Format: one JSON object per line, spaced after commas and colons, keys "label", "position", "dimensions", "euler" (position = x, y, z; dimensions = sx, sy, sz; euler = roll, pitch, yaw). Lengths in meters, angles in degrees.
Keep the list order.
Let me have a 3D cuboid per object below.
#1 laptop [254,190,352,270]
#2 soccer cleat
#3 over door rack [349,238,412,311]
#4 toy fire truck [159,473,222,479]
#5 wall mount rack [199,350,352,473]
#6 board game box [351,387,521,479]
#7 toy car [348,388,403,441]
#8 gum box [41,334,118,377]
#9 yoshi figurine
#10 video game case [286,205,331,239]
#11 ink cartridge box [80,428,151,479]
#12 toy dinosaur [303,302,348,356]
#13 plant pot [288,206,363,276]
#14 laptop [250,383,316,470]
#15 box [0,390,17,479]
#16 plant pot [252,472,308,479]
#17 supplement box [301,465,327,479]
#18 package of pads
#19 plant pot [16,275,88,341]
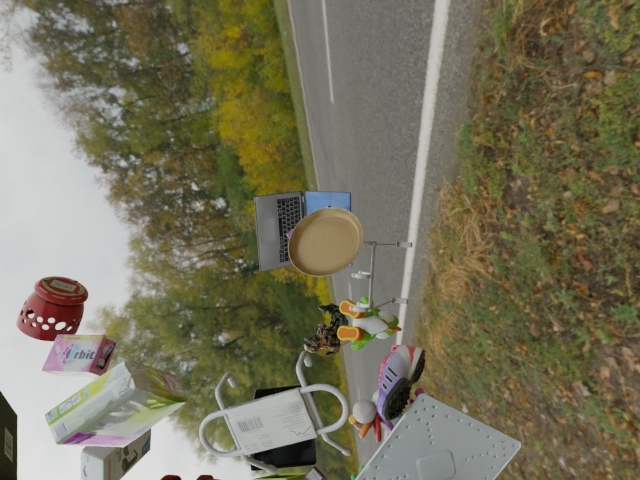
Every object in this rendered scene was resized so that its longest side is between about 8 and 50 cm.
{"label": "laptop", "position": [-0.081, -0.040, 2.009], "dimensions": [0.236, 0.408, 0.381], "euler": [21, 117, 57]}
{"label": "soccer cleat", "position": [0.220, 0.414, 1.229], "dimensions": [0.318, 0.117, 0.108], "euler": [-32, -54, -55]}
{"label": "over door rack", "position": [0.204, 0.118, 1.434], "dimensions": [0.324, 0.108, 0.239], "euler": [3, -88, -53]}
{"label": "toy fire truck", "position": [-0.352, 0.758, 1.025], "dimensions": [0.302, 0.170, 0.253], "euler": [-11, -82, -77]}
{"label": "wall mount rack", "position": [-0.081, 0.428, 0.947], "dimensions": [0.130, 0.350, 0.304], "euler": [-57, -52, -76]}
{"label": "board game box", "position": [0.345, 0.675, 1.249], "dimensions": [0.390, 0.389, 0.050], "euler": [30, -169, -13]}
{"label": "toy car", "position": [0.194, 0.590, 1.366], "dimensions": [0.136, 0.182, 0.159], "euler": [56, 164, 34]}
{"label": "gum box", "position": [-0.692, 0.334, 1.187], "dimensions": [0.062, 0.189, 0.107], "euler": [61, -149, -53]}
{"label": "yoshi figurine", "position": [0.188, 0.341, 1.722], "dimensions": [0.362, 0.203, 0.203], "euler": [18, -146, -50]}
{"label": "video game case", "position": [0.000, 0.000, 1.743], "dimensions": [0.210, 0.232, 0.042], "euler": [59, -158, 5]}
{"label": "ink cartridge box", "position": [-0.957, 0.992, 1.942], "dimensions": [0.307, 0.129, 0.223], "euler": [-37, -40, -66]}
{"label": "toy dinosaur", "position": [0.072, 0.403, 1.865], "dimensions": [0.164, 0.322, 0.218], "euler": [-4, 98, 47]}
{"label": "plant pot", "position": [0.017, 0.006, 1.230], "dimensions": [0.032, 0.237, 0.236], "euler": [56, -166, -55]}
{"label": "laptop", "position": [-0.136, 0.679, 1.517], "dimensions": [0.264, 0.235, 0.136], "euler": [-93, -4, -70]}
{"label": "box", "position": [-1.126, 0.688, 1.235], "dimensions": [0.343, 0.313, 0.178], "euler": [50, 145, 40]}
{"label": "plant pot", "position": [-0.185, 1.286, 2.042], "dimensions": [0.228, 0.227, 0.207], "euler": [29, -132, -52]}
{"label": "supplement box", "position": [-0.055, 1.135, 1.848], "dimensions": [0.081, 0.188, 0.104], "euler": [23, 142, 45]}
{"label": "package of pads", "position": [-0.510, 0.435, 1.082], "dimensions": [0.101, 0.229, 0.296], "euler": [51, 171, 26]}
{"label": "plant pot", "position": [-0.931, 0.233, 1.439], "dimensions": [0.174, 0.191, 0.191], "euler": [-62, 14, 11]}
